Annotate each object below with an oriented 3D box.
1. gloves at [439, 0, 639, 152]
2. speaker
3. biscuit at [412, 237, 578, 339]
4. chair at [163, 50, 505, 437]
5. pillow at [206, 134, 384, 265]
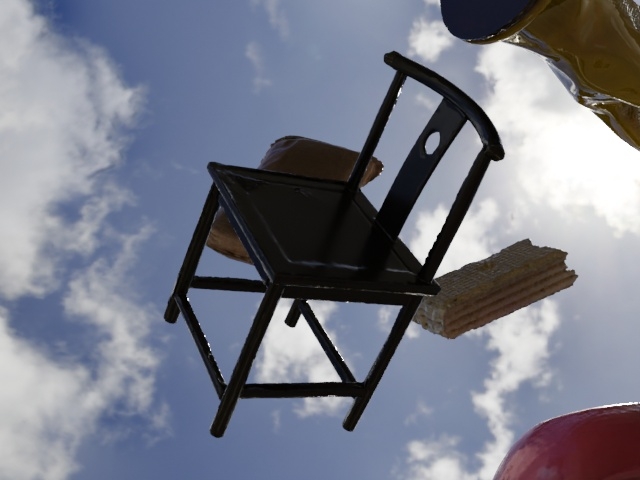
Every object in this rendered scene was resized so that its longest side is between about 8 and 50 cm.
[{"bbox_3d":[0.238,-0.153,0.625,0.294,0.116,0.133,20,-101,-32],"label":"gloves"},{"bbox_3d":[0.310,0.316,0.792,0.294,0.294,0.295,3,-95,-36],"label":"speaker"},{"bbox_3d":[0.240,0.064,1.124,0.238,0.108,0.062,-20,-71,-21],"label":"biscuit"},{"bbox_3d":[0.000,0.000,0.571,0.141,0.154,0.260,5,-58,-32],"label":"chair"},{"bbox_3d":[-0.028,-0.045,0.821,0.211,0.135,0.034,-56,-23,-44],"label":"pillow"}]
